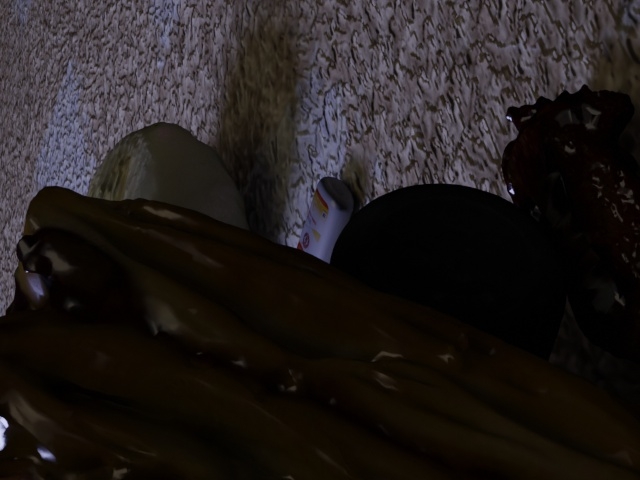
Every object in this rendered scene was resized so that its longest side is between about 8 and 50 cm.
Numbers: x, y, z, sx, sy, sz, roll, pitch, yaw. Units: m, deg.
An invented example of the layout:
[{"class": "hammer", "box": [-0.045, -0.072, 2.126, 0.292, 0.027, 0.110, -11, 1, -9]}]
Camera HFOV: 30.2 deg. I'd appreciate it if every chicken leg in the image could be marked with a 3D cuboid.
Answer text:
[{"class": "chicken leg", "box": [0.131, 0.003, 0.502, 0.219, 0.048, 0.090, -116, 36, -45]}]

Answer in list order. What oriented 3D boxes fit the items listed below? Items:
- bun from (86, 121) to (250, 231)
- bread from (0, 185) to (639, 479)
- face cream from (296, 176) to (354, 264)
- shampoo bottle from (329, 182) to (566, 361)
[{"class": "bun", "box": [-0.121, 0.007, 0.936, 0.178, 0.127, 0.193, 22, 95, 63]}, {"class": "bread", "box": [-0.028, 0.159, 0.476, 0.325, 0.277, 0.167, 101, -166, -47]}, {"class": "face cream", "box": [0.000, 0.000, 0.801, 0.040, 0.021, 0.083, -121, 42, -51]}, {"class": "shampoo bottle", "box": [0.043, 0.103, 0.584, 0.284, 0.101, 0.101, 96, 160, -46]}]
